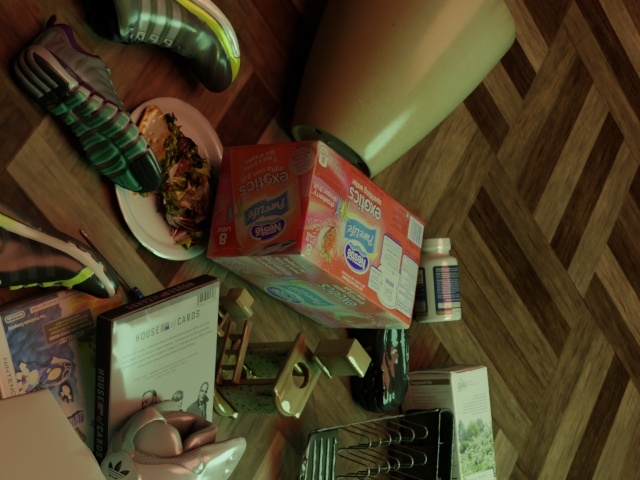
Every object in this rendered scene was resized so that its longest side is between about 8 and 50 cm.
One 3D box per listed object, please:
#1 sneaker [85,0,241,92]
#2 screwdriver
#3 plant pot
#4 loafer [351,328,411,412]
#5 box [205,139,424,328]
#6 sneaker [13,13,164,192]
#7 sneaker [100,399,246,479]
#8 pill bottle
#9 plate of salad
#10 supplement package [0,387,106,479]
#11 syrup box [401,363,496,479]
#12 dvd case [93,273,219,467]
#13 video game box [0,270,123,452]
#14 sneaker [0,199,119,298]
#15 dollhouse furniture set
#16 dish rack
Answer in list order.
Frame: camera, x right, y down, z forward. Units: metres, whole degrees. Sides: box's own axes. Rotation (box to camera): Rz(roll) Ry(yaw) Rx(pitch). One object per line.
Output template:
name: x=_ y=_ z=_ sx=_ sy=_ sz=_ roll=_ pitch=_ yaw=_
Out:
sneaker: x=-0.206 y=-0.268 z=1.881 sx=0.121 sy=0.111 sz=0.300 roll=-52 pitch=130 yaw=-13
screwdriver: x=-0.228 y=0.046 z=1.865 sx=0.170 sy=0.024 sz=0.025 roll=54 pitch=18 yaw=-23
plant pot: x=0.085 y=-0.224 z=2.130 sx=0.256 sy=0.256 sz=0.274 roll=45 pitch=69 yaw=-38
loafer: x=0.086 y=0.125 z=2.194 sx=0.078 sy=0.076 sz=0.223 roll=-3 pitch=92 yaw=-56
box: x=0.000 y=0.000 z=2.014 sx=0.300 sy=0.142 sz=0.154 roll=33 pitch=60 yaw=-54
sneaker: x=-0.245 y=-0.157 z=1.814 sx=0.223 sy=0.083 sz=0.098 roll=50 pitch=42 yaw=-28
sneaker: x=-0.137 y=0.307 z=1.779 sx=0.366 sy=0.137 sz=0.210 roll=29 pitch=85 yaw=-55
pill bottle: x=0.167 y=0.058 z=2.302 sx=0.067 sy=0.067 sz=0.120 roll=0 pitch=86 yaw=-51
plate of salad: x=-0.170 y=-0.076 z=1.925 sx=0.200 sy=0.048 sz=0.200 roll=10 pitch=77 yaw=-50
supplement package: x=-0.360 y=0.280 z=1.498 sx=0.293 sy=0.175 sz=0.177 roll=-8 pitch=54 yaw=-50
syrup box: x=0.184 y=0.298 z=2.268 sx=0.093 sy=0.096 sz=0.237 roll=-5 pitch=88 yaw=-53
dvd case: x=-0.185 y=0.172 z=1.796 sx=0.179 sy=0.029 sz=0.238 roll=-21 pitch=121 yaw=-50
video game box: x=-0.288 y=0.149 z=1.753 sx=0.205 sy=0.048 sz=0.187 roll=-23 pitch=106 yaw=-50
sneaker: x=-0.328 y=0.023 z=1.693 sx=0.235 sy=0.084 sz=0.097 roll=30 pitch=75 yaw=-25
dollhouse furniture set: x=-0.067 y=0.135 z=1.916 sx=0.161 sy=0.182 sz=0.101 roll=53 pitch=48 yaw=-33
dish rack: x=0.071 y=0.333 z=2.124 sx=0.271 sy=0.074 sz=0.208 roll=-2 pitch=94 yaw=-50
